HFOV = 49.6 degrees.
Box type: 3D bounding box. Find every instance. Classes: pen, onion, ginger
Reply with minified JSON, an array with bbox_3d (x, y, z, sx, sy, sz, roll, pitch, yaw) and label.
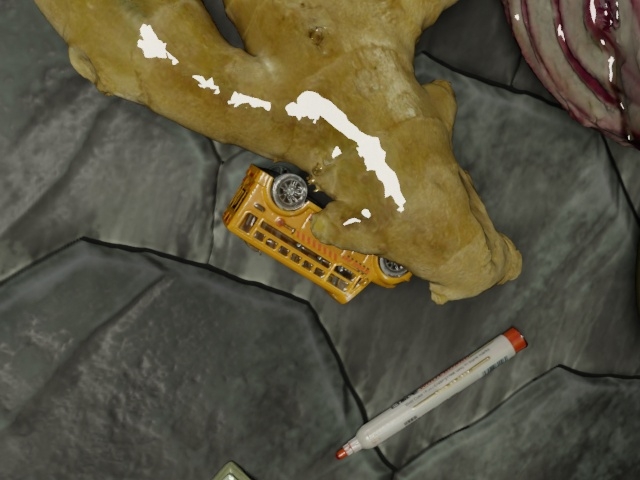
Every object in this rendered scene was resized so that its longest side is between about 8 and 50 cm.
[{"bbox_3d":[0.107,0.150,0.673,0.218,0.026,0.026,-31,107,-7],"label":"pen"},{"bbox_3d":[0.266,-0.239,0.591,0.280,0.146,0.315,-26,108,-35],"label":"onion"},{"bbox_3d":[-0.012,-0.112,0.501,0.362,0.122,0.348,-9,84,-17],"label":"ginger"}]

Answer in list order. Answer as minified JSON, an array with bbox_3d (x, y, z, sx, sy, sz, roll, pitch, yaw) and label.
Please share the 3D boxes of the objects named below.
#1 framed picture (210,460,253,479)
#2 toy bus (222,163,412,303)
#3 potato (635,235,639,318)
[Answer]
[{"bbox_3d":[-0.099,0.386,0.618,0.232,0.019,0.296,42,88,6],"label":"framed picture"},{"bbox_3d":[0.000,0.000,0.590,0.162,0.069,0.074,32,92,-17],"label":"toy bus"},{"bbox_3d":[0.411,-0.009,0.612,0.220,0.243,0.327,19,107,-9],"label":"potato"}]
